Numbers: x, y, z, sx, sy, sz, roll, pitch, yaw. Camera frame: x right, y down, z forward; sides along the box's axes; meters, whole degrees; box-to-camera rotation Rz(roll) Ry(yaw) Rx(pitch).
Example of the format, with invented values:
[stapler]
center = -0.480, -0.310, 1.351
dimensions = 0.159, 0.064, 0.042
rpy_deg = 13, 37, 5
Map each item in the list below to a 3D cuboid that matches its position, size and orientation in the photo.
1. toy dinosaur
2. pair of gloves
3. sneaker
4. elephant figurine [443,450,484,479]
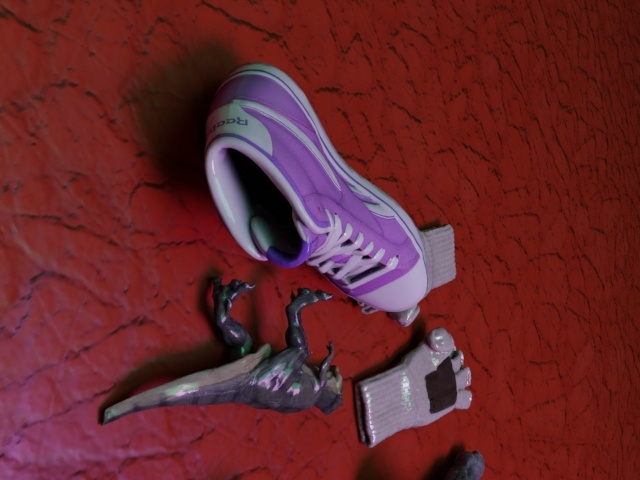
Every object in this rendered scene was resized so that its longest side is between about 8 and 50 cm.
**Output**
[toy dinosaur]
center = -0.050, 0.095, 0.596
dimensions = 0.268, 0.064, 0.118
rpy_deg = 11, 87, -46
[pair of gloves]
center = 0.111, 0.097, 0.799
dimensions = 0.204, 0.042, 0.240
rpy_deg = -2, 89, -50
[sneaker]
center = -0.001, 0.000, 0.586
dimensions = 0.282, 0.102, 0.161
rpy_deg = 46, 25, -27
[elephant figurine]
center = 0.155, 0.349, 0.770
dimensions = 0.186, 0.169, 0.239
rpy_deg = -54, 150, 0
